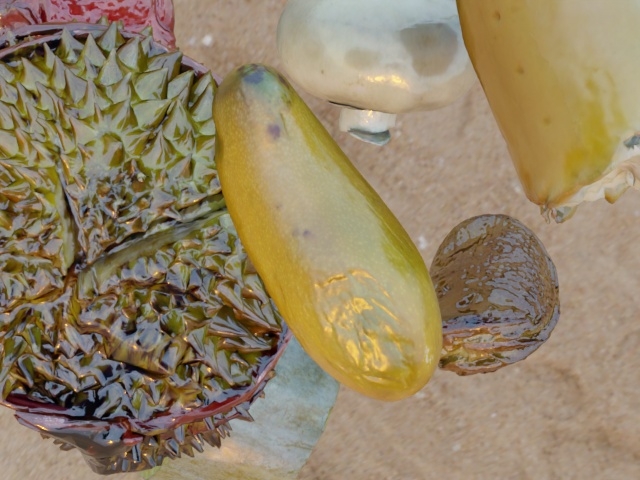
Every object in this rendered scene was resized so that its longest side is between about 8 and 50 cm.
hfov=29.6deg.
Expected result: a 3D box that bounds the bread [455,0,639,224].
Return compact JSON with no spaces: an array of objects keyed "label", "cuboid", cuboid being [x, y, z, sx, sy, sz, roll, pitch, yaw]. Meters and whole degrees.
[{"label":"bread","cuboid":[0.297,-0.205,1.179,0.361,0.250,0.394,-7,68,-38]}]

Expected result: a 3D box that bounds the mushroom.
[{"label":"mushroom","cuboid":[0.066,-0.218,1.431,0.246,0.202,0.246,10,25,-5]}]

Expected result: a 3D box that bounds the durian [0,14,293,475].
[{"label":"durian","cuboid":[-0.166,0.006,0.900,0.347,0.384,0.347,12,59,-20]}]

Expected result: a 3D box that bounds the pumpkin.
[{"label":"pumpkin","cuboid":[-0.111,0.242,1.785,0.199,0.332,0.332,33,60,-17]}]

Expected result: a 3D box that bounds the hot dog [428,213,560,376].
[{"label":"hot dog","cuboid":[0.219,0.074,1.634,0.272,0.196,0.122,-70,142,-57]}]

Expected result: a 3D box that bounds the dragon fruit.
[{"label":"dragon fruit","cuboid":[-0.370,-0.338,2.000,0.329,0.286,0.228,63,32,-2]}]

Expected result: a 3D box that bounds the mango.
[{"label":"mango","cuboid":[0.000,0.000,0.599,0.075,0.098,0.190,-37,105,-19]}]
